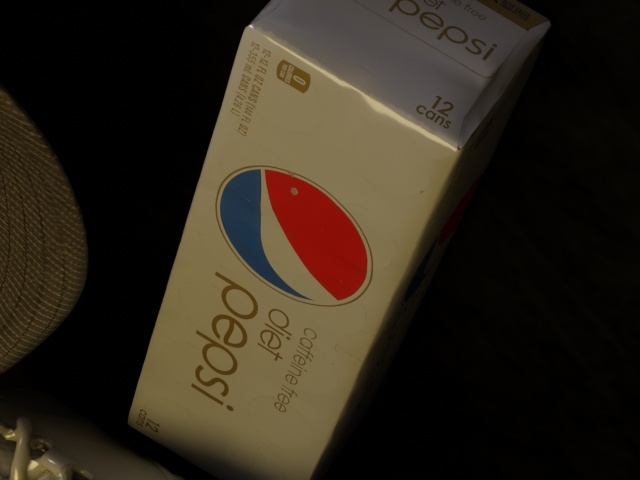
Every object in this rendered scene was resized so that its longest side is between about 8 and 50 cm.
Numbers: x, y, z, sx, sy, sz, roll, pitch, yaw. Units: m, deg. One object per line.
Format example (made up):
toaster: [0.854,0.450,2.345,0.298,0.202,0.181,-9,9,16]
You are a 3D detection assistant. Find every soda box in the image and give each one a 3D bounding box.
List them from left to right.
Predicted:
soda box: [0.000,0.000,0.646,0.074,0.069,0.216,31,142,8]

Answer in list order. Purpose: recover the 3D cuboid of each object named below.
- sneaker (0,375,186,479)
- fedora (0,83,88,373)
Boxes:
sneaker: [-0.085,0.120,0.716,0.129,0.111,0.297,41,166,-32]
fedora: [-0.196,-0.052,0.684,0.244,0.124,0.275,35,134,-24]
